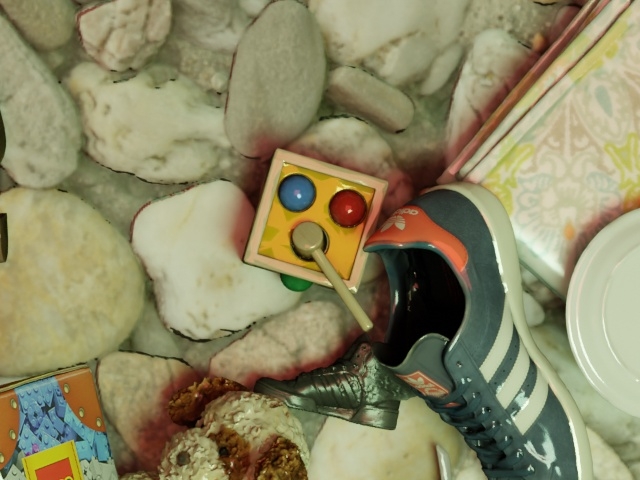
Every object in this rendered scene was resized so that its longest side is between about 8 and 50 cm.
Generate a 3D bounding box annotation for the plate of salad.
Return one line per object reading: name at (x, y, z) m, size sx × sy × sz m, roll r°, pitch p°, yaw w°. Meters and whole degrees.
plate of salad at (0.315, 0.066, 1.602) m, size 0.200 × 0.048 × 0.199 m, roll 0°, pitch 90°, yaw -14°

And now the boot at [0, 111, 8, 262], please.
boot at (-0.371, -0.067, 1.619) m, size 0.152 × 0.073 × 0.197 m, roll -2°, pitch 85°, yaw -1°

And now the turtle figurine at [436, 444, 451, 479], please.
turtle figurine at (0.105, 0.383, 1.578) m, size 0.275 × 0.198 × 0.266 m, roll -43°, pitch 97°, yaw -2°

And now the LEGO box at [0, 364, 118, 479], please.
LEGO box at (-0.400, 0.344, 1.439) m, size 0.500 × 0.193 × 0.372 m, roll -15°, pitch 89°, yaw 22°

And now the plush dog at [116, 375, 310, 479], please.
plush dog at (-0.091, 0.243, 1.575) m, size 0.211 × 0.262 × 0.225 m, roll 26°, pitch 96°, yaw -36°

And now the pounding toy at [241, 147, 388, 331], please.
pounding toy at (0.000, 0.000, 1.630) m, size 0.130 × 0.100 × 0.141 m, roll 16°, pitch 87°, yaw -4°

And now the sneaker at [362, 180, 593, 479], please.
sneaker at (0.130, 0.129, 1.590) m, size 0.148 × 0.131 × 0.350 m, roll -23°, pitch 93°, yaw -41°

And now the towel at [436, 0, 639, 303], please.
towel at (0.344, -0.052, 1.672) m, size 0.374 × 0.090 × 0.320 m, roll 41°, pitch 88°, yaw -2°

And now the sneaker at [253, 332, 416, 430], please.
sneaker at (0.027, 0.126, 1.655) m, size 0.170 × 0.051 × 0.089 m, roll 14°, pitch 86°, yaw -9°
